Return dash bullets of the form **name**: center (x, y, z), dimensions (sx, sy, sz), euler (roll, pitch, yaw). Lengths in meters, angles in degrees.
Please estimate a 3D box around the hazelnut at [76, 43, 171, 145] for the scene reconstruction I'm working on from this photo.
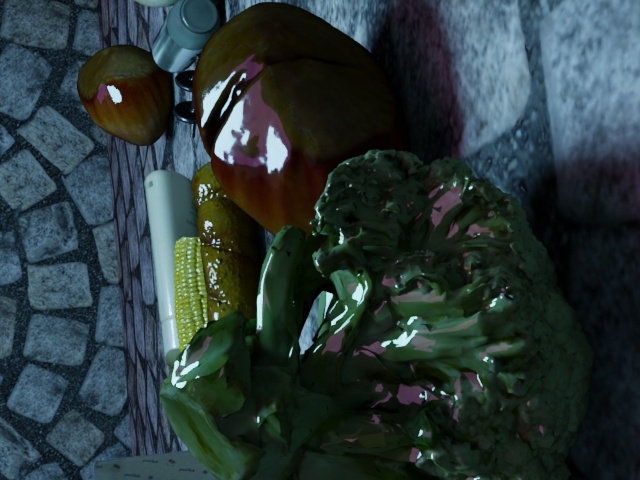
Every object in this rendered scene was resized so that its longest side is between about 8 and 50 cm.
- **hazelnut**: center (-0.383, -0.295, 1.831), dimensions (0.186, 0.210, 0.210), euler (-68, 21, 2)

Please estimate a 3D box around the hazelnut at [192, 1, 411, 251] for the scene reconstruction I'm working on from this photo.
- **hazelnut**: center (-0.018, -0.085, 0.779), dimensions (0.181, 0.181, 0.212), euler (-50, 54, 37)

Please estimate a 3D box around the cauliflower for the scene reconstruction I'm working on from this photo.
- **cauliflower**: center (0.030, 0.086, 0.563), dimensions (0.272, 0.250, 0.275), euler (137, 122, -69)

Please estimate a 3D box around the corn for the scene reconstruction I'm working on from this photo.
- **corn**: center (-0.185, 0.108, 1.434), dimensions (0.093, 0.093, 0.244), euler (126, 137, -62)

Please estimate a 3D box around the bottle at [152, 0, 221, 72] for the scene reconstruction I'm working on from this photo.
- **bottle**: center (-0.213, -0.337, 1.458), dimensions (0.096, 0.079, 0.254), euler (-57, 14, -11)

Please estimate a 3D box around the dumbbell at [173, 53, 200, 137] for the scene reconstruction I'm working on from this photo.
- **dumbbell**: center (-0.198, -0.228, 1.440), dimensions (0.069, 0.069, 0.147), euler (-117, 30, -49)

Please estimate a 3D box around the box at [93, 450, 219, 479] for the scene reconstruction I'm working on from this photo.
- **box**: center (-0.270, 0.543, 1.575), dimensions (0.297, 0.225, 0.190), euler (-114, 28, -48)

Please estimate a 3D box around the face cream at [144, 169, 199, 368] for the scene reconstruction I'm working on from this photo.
- **face cream**: center (-0.238, 0.064, 1.561), dimensions (0.173, 0.081, 0.348), euler (59, -159, -73)

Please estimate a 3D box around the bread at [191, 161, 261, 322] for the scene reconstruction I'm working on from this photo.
- **bread**: center (-0.118, 0.059, 1.250), dimensions (0.124, 0.084, 0.344), euler (66, -164, -79)

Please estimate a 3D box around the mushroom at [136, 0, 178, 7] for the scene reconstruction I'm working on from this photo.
- **mushroom**: center (-0.261, -0.493, 1.378), dimensions (0.189, 0.195, 0.253), euler (176, 87, -68)
